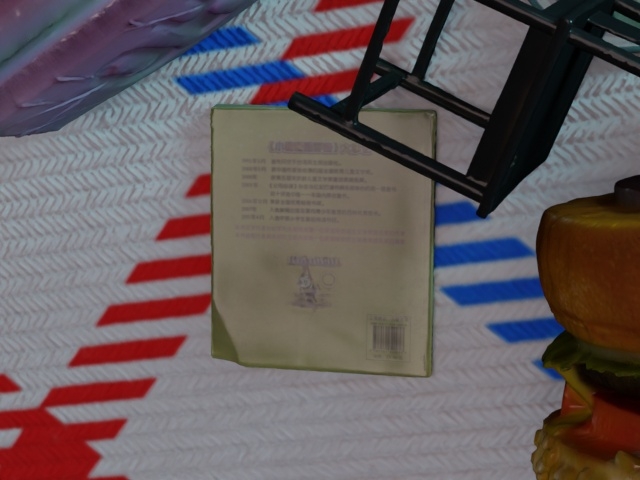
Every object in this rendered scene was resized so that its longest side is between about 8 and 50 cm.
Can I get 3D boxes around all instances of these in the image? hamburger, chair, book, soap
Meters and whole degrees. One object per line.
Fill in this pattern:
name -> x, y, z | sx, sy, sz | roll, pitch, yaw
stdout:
hamburger -> 0.279, 0.084, 0.791 | 0.330, 0.330, 0.250 | -3, 97, 16
chair -> 0.138, -0.099, 0.882 | 0.260, 0.154, 0.141 | 28, 118, 14
book -> 0.000, 0.000, 1.012 | 0.168, 0.013, 0.192 | 3, 97, 15
soap -> -0.095, -0.200, 0.924 | 0.324, 0.193, 0.109 | -34, 89, 16

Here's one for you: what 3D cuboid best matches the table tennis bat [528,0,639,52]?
table tennis bat -> 0.168, -0.225, 0.929 | 0.237, 0.038, 0.149 | 38, 110, 6
